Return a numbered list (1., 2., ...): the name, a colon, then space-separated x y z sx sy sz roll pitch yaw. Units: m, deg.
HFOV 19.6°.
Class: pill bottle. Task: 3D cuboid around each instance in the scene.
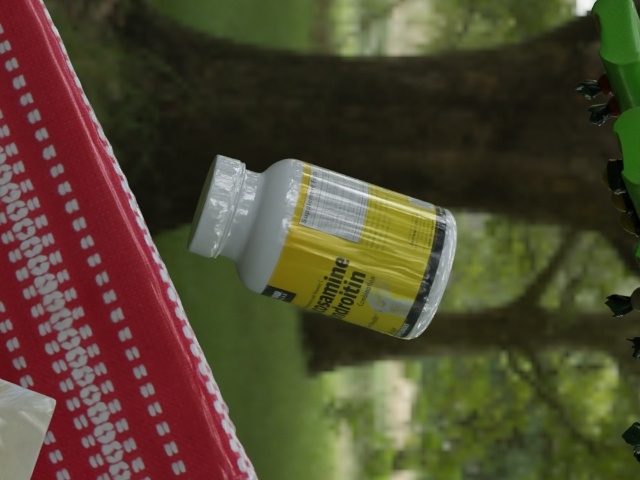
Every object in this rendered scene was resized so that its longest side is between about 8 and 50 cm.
1. pill bottle: 0.000 0.000 1.361 0.103 0.184 0.103 -163 -90 -82

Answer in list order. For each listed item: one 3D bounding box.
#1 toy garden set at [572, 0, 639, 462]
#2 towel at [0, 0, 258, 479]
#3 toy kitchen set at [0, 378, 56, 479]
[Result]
1. toy garden set: 0.175 0.026 0.972 0.204 0.049 0.244 51 30 -60
2. towel: -0.174 0.039 0.484 0.199 0.274 0.031 65 4 14
3. toy kitchen set: -0.101 0.064 0.432 0.075 0.083 0.068 -14 -125 64
